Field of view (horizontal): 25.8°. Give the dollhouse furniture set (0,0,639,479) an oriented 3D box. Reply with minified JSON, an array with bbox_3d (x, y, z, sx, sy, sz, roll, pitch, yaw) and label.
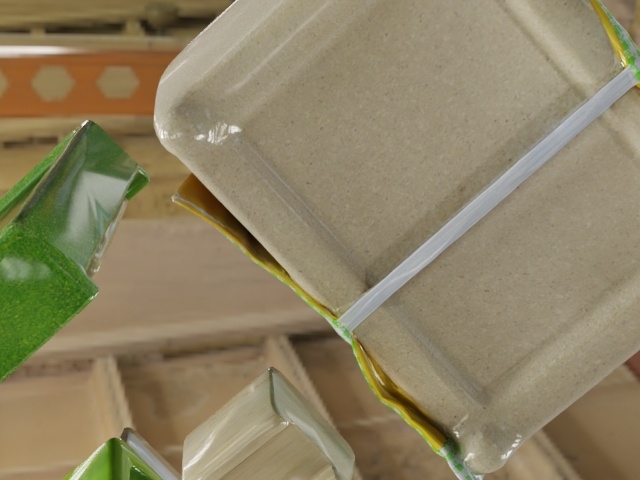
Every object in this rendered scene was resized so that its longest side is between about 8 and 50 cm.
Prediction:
[{"bbox_3d":[0.000,0.000,0.581,0.197,0.301,0.151,47,-168,-12],"label":"dollhouse furniture set"}]
